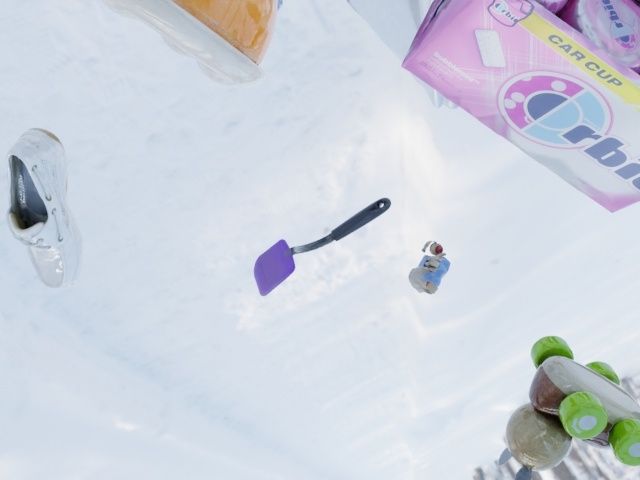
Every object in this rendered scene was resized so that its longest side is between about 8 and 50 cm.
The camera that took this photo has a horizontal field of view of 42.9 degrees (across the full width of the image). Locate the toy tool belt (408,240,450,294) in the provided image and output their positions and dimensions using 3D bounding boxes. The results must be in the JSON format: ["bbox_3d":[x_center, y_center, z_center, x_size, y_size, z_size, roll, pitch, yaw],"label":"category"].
[{"bbox_3d":[0.173,0.042,1.221,0.051,0.052,0.083,8,-116,55],"label":"toy tool belt"}]

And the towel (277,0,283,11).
[{"bbox_3d":[-0.115,-0.499,1.405,0.034,0.209,0.285,8,133,13],"label":"towel"}]

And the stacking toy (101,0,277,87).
[{"bbox_3d":[-0.111,-0.490,1.140,0.480,0.350,0.350,-54,157,6],"label":"stacking toy"}]

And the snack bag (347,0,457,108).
[{"bbox_3d":[0.015,-0.313,0.617,0.037,0.342,0.323,-22,140,-8],"label":"snack bag"}]

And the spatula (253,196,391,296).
[{"bbox_3d":[0.000,0.000,1.491,0.296,0.084,0.030,-29,145,10],"label":"spatula"}]

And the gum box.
[{"bbox_3d":[0.150,-0.104,0.491,0.062,0.188,0.107,-64,-167,-25],"label":"gum box"}]

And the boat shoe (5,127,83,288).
[{"bbox_3d":[-0.442,-0.032,1.261,0.096,0.098,0.277,-57,151,-55],"label":"boat shoe"}]

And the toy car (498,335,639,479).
[{"bbox_3d":[0.294,0.245,1.017,0.188,0.149,0.155,-56,-166,20],"label":"toy car"}]
